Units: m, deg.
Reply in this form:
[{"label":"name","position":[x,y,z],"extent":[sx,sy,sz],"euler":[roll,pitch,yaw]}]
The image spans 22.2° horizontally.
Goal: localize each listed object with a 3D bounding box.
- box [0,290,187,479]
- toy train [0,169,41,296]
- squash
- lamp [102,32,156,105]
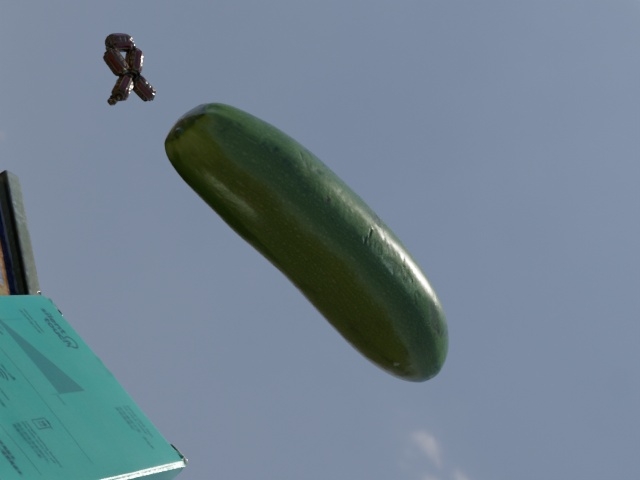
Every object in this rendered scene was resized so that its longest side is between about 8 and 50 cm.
[{"label":"box","position":[-0.261,0.150,1.239],"extent":[0.205,0.118,0.311],"euler":[49,16,14]},{"label":"toy train","position":[-0.360,0.037,1.516],"extent":[0.202,0.131,0.299],"euler":[39,29,-54]},{"label":"squash","position":[0.002,-0.001,1.160],"extent":[0.292,0.082,0.082],"euler":[45,-7,-29]},{"label":"lamp","position":[-0.220,-0.193,1.822],"extent":[0.031,0.063,0.083],"euler":[-21,-98,41]}]
